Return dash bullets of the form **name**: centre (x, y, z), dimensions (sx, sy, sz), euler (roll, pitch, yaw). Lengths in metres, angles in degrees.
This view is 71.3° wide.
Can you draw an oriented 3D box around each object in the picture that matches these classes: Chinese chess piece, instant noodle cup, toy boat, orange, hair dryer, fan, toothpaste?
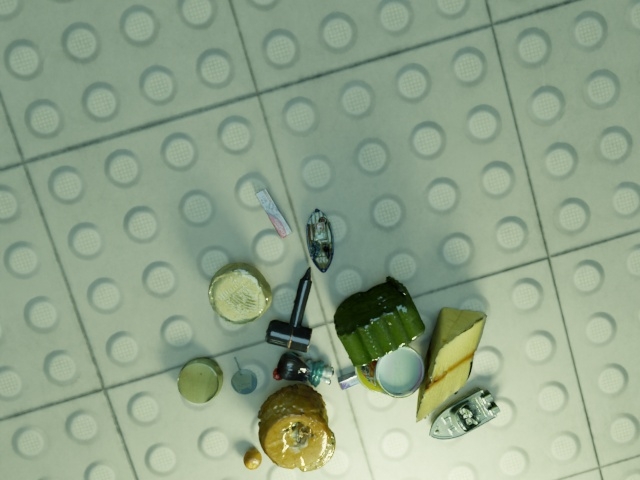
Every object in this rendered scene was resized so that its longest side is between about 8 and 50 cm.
- **Chinese chess piece**: centre (-0.507, 0.592, 1.888), dimensions (0.188, 0.083, 0.189), euler (0, 94, 2)
- **instant noodle cup**: centre (0.286, 0.511, 1.814), dimensions (0.264, 0.200, 0.265), euler (1, 84, -12)
- **toy boat**: centre (0.610, 0.767, 1.929), dimensions (0.319, 0.092, 0.141), euler (-30, 94, 2)
- **orange**: centre (-0.294, 0.946, 1.930), dimensions (0.083, 0.070, 0.083), euler (-3, 110, -7)
- **hair dryer**: centre (-0.106, 0.277, 1.872), dimensions (0.189, 0.107, 0.352), euler (13, 87, -1)
- **fan**: centre (-0.340, 0.583, 1.927), dimensions (0.113, 0.005, 0.175), euler (-19, 95, 0)
- **toy boat**: centre (0.000, 0.000, 1.828), dimensions (0.114, 0.115, 0.262), euler (-6, 96, -1)
- **toothpaste**: centre (0.171, 0.585, 1.926), dimensions (0.196, 0.040, 0.047), euler (-22, 97, 0)

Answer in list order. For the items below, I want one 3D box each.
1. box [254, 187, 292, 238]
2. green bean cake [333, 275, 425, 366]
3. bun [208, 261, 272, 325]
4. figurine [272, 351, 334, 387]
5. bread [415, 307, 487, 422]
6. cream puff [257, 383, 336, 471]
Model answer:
- **box**: centre (-0.193, -0.112, 1.850), dimensions (0.055, 0.039, 0.218), euler (-30, 95, 0)
- **green bean cake**: centre (0.209, 0.309, 1.754), dimensions (0.319, 0.335, 0.218), euler (-28, 97, -3)
- **bun**: centre (-0.327, 0.210, 1.821), dimensions (0.259, 0.152, 0.260), euler (1, 106, 5)
- **figurine**: centre (-0.070, 0.555, 1.885), dimensions (0.245, 0.110, 0.138), euler (18, 98, -11)
- **bread**: centre (0.534, 0.501, 1.791), dimensions (0.242, 0.405, 0.346), euler (13, 107, 7)
- **cream puff**: centre (-0.093, 0.759, 1.837), dimensions (0.343, 0.231, 0.327), euler (33, 96, -8)
